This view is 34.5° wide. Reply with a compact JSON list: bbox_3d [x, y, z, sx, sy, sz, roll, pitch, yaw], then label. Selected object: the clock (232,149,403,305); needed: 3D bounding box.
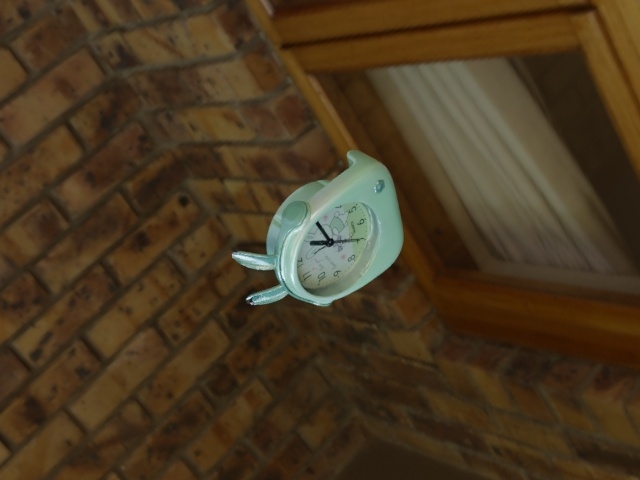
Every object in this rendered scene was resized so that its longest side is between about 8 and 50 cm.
[{"bbox_3d":[0.000,0.000,0.783,0.135,0.101,0.041,-32,-137,-21],"label":"clock"}]
